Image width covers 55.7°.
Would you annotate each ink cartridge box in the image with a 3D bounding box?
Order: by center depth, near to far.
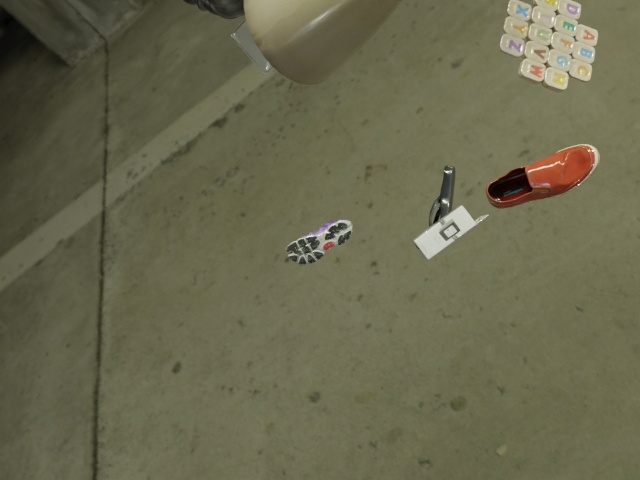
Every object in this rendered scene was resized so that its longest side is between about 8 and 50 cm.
[{"bbox_3d":[0.315,-0.030,1.487,0.180,0.060,0.104,-37,-3,3],"label":"ink cartridge box"}]

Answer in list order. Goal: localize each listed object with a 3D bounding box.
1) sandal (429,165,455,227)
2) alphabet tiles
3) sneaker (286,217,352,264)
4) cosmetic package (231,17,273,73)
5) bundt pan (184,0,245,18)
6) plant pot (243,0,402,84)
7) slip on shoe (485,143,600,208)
[{"bbox_3d":[0.346,-0.090,1.734,0.054,0.097,0.254,5,74,19],"label":"sandal"},{"bbox_3d":[0.633,-0.552,1.666,0.021,0.278,0.284,136,150,-73],"label":"alphabet tiles"},{"bbox_3d":[0.000,0.000,1.434,0.170,0.068,0.071,-25,17,6],"label":"sneaker"},{"bbox_3d":[-0.127,-0.626,1.796,0.129,0.153,0.296,-34,16,30],"label":"cosmetic package"},{"bbox_3d":[-0.295,-0.634,1.435,0.331,0.331,0.124,33,101,50],"label":"bundt pan"},{"bbox_3d":[0.036,-0.475,1.176,0.274,0.256,0.256,-16,47,44],"label":"plant pot"},{"bbox_3d":[0.627,-0.178,1.733,0.331,0.101,0.123,-22,74,31],"label":"slip on shoe"}]
